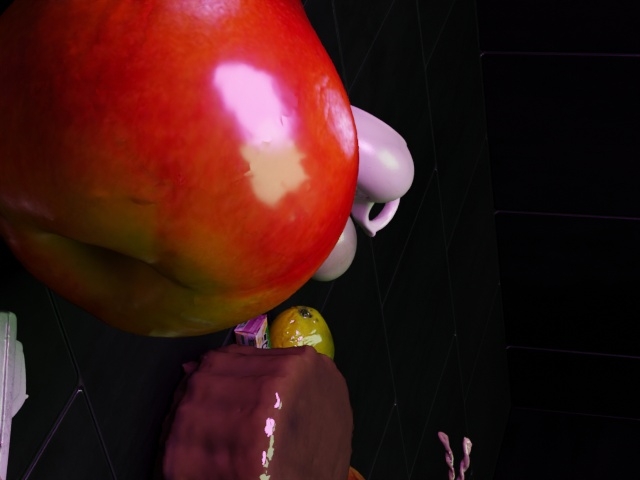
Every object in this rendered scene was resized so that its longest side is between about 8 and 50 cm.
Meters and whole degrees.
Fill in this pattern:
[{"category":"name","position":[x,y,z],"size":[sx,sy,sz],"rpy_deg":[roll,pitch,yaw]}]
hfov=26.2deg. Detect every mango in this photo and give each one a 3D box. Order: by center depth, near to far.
[{"category":"mango","position":[-0.038,0.176,2.100],"size":[0.119,0.100,0.178],"rpy_deg":[-31,139,-30]}]

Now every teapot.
[{"category":"teapot","position":[0.051,-0.120,2.151],"size":[0.298,0.204,0.139],"rpy_deg":[38,77,-45]}]

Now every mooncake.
[{"category":"mooncake","position":[-0.087,0.295,1.830],"size":[0.324,0.187,0.324],"rpy_deg":[2,90,-70]}]

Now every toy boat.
[{"category":"toy boat","position":[-0.318,0.193,1.269],"size":[0.085,0.078,0.261],"rpy_deg":[20,72,-56]}]

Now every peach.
[{"category":"peach","position":[-0.145,-0.111,1.313],"size":[0.388,0.388,0.388],"rpy_deg":[4,90,-72]}]

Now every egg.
[{"category":"egg","position":[0.000,0.000,2.149],"size":[0.152,0.114,0.114],"rpy_deg":[80,23,-43]}]

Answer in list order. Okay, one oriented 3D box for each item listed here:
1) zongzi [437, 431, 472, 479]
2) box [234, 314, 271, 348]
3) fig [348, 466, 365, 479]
[{"category":"zongzi","position":[0.054,0.513,1.941],"size":[0.500,0.218,0.467],"rpy_deg":[-48,165,9]},{"category":"box","position":[-0.091,0.205,2.027],"size":[0.050,0.041,0.207],"rpy_deg":[-54,144,-50]},{"category":"fig","position":[0.016,0.402,2.236],"size":[0.231,0.143,0.160],"rpy_deg":[-67,174,-55]}]
